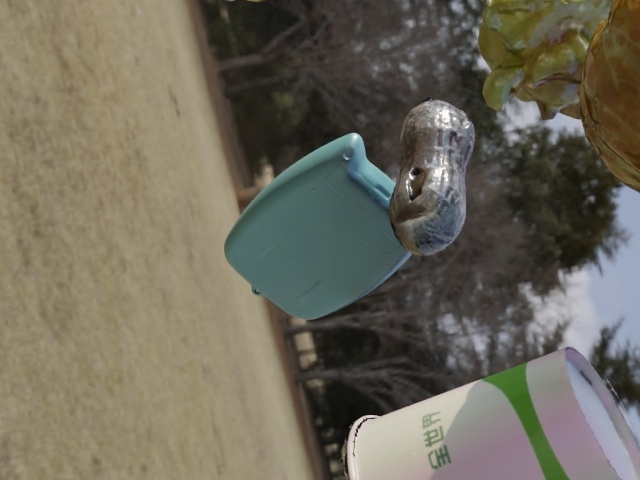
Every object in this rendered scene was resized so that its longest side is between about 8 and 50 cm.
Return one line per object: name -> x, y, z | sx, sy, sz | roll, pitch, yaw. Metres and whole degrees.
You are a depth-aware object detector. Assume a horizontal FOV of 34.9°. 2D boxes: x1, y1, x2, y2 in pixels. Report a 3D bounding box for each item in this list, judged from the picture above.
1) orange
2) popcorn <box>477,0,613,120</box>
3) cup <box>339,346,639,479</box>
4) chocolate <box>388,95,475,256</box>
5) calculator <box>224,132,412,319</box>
orange -> 0.402, -0.182, 0.995 | 0.329, 0.249, 0.329 | -50, 157, -30
popcorn -> 0.404, -0.345, 1.682 | 0.279, 0.336, 0.274 | -86, -166, -62
cup -> 0.201, 0.256, 1.130 | 0.253, 0.274, 0.253 | 47, 23, -27
chocolate -> 0.153, -0.087, 1.395 | 0.110, 0.110, 0.248 | 81, 21, -62
calculator -> 0.000, 0.000, 1.705 | 0.256, 0.386, 0.054 | 40, 40, -14
